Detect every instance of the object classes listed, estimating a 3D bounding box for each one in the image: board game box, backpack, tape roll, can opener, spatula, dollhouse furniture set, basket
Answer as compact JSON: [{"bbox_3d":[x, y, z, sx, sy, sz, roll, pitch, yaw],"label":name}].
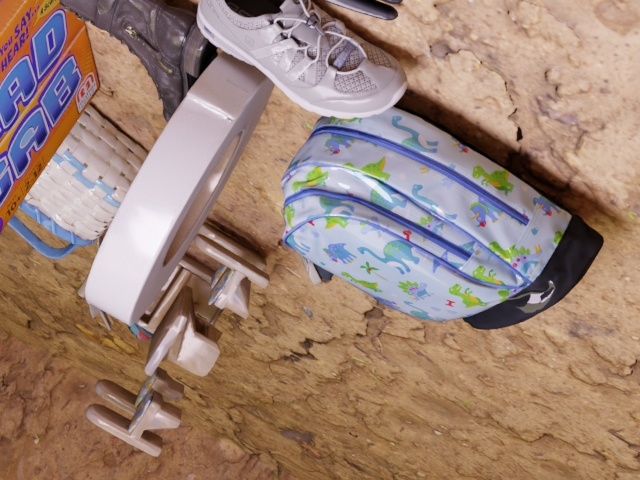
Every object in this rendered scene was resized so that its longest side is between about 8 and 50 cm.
[{"bbox_3d":[-0.577,-0.246,1.777,0.356,0.356,0.356,25,157,10],"label":"board game box"},{"bbox_3d":[0.124,-0.029,1.599,0.355,0.273,0.290,46,161,-9],"label":"backpack"},{"bbox_3d":[-0.181,-0.071,1.642,0.072,0.392,0.392,30,157,0],"label":"tape roll"},{"bbox_3d":[0.002,-0.289,1.398,0.186,0.073,0.059,21,150,-4],"label":"can opener"},{"bbox_3d":[-0.459,0.096,2.630,0.019,0.168,0.242,0,160,-2],"label":"spatula"},{"bbox_3d":[-0.299,0.119,2.253,0.257,0.362,0.394,31,-173,-9],"label":"dollhouse furniture set"},{"bbox_3d":[-0.447,-0.099,2.097,0.289,0.201,0.255,-29,124,29],"label":"basket"}]

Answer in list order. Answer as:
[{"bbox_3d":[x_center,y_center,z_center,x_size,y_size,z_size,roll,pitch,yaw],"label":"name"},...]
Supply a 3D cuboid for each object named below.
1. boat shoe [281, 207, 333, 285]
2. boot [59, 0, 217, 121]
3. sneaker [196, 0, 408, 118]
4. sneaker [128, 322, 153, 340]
[{"bbox_3d":[0.000,0.000,1.952,0.254,0.079,0.095,69,176,-64],"label":"boat shoe"},{"bbox_3d":[-0.250,-0.280,1.693,0.229,0.091,0.263,30,149,3],"label":"boot"},{"bbox_3d":[-0.028,-0.237,1.478,0.281,0.105,0.115,26,157,10],"label":"sneaker"},{"bbox_3d":[-0.356,0.150,2.678,0.125,0.104,0.262,0,159,21],"label":"sneaker"}]
